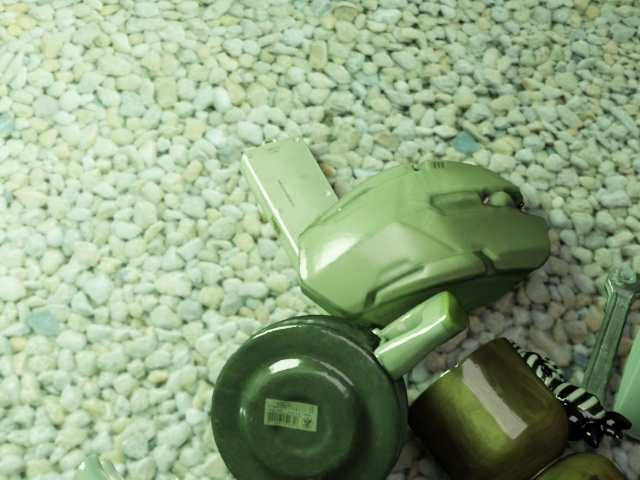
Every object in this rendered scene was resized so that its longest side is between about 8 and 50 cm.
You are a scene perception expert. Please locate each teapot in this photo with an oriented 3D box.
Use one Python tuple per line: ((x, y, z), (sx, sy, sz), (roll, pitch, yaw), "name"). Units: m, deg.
((0.022, 0.163, 1.520), (0.240, 0.321, 0.239), (28, 16, 7), "teapot")

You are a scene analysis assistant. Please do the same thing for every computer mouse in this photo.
((0.159, -0.009, 1.708), (0.429, 0.145, 0.228), (-17, 61, -32), "computer mouse")
((0.487, 0.185, 1.650), (0.128, 0.230, 0.079), (9, 17, -1), "computer mouse")

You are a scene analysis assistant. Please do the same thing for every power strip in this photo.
((0.000, 0.000, 1.765), (0.106, 0.043, 0.367), (-20, 65, -20), "power strip")

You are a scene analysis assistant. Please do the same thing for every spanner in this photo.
((0.415, 0.164, 1.755), (0.071, 0.017, 0.302), (20, 60, 7), "spanner")

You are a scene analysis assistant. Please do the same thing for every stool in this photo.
((0.257, 0.280, 1.567), (0.179, 0.179, 0.264), (-31, 69, -24), "stool")

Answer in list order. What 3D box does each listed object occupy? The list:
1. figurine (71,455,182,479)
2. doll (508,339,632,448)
((-0.137, 0.398, 1.466), (0.382, 0.224, 0.205), (24, 79, 32), "figurine")
((0.327, 0.217, 1.669), (0.091, 0.067, 0.219), (-19, 46, -42), "doll")
